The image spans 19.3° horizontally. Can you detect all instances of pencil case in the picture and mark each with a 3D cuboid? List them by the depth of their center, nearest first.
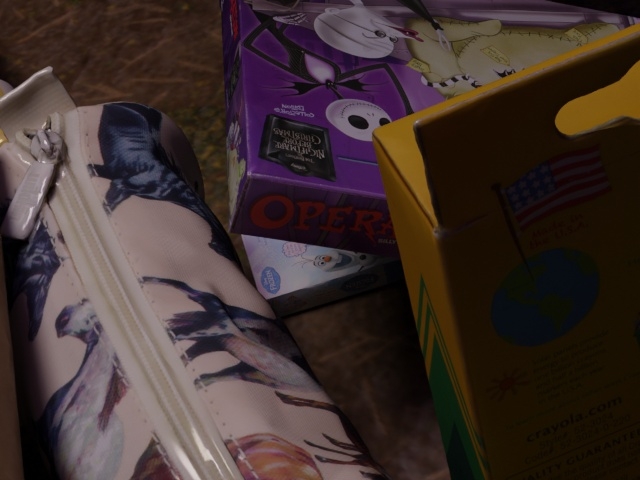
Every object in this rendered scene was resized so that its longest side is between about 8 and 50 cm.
[{"bbox_3d":[-0.064,0.093,0.917,0.160,0.183,0.410,-37,44,1],"label":"pencil case"}]

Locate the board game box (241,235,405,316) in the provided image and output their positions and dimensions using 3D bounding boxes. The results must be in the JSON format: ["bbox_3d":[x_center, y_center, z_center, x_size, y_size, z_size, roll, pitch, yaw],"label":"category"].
[{"bbox_3d":[0.000,0.000,1.120,0.090,0.020,0.090,-16,42,-2],"label":"board game box"}]

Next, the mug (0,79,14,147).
[{"bbox_3d":[-0.215,-0.062,1.217,0.078,0.062,0.064,-8,42,-39],"label":"mug"}]

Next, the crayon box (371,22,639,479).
[{"bbox_3d":[0.144,0.015,0.840,0.202,0.318,0.081,-21,42,-8],"label":"crayon box"}]

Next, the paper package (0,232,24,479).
[{"bbox_3d":[-0.300,0.101,0.881,0.325,0.168,0.309,-43,35,22],"label":"paper package"}]

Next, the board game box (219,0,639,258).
[{"bbox_3d":[0.119,-0.060,1.026,0.347,0.056,0.208,9,45,-13],"label":"board game box"}]
